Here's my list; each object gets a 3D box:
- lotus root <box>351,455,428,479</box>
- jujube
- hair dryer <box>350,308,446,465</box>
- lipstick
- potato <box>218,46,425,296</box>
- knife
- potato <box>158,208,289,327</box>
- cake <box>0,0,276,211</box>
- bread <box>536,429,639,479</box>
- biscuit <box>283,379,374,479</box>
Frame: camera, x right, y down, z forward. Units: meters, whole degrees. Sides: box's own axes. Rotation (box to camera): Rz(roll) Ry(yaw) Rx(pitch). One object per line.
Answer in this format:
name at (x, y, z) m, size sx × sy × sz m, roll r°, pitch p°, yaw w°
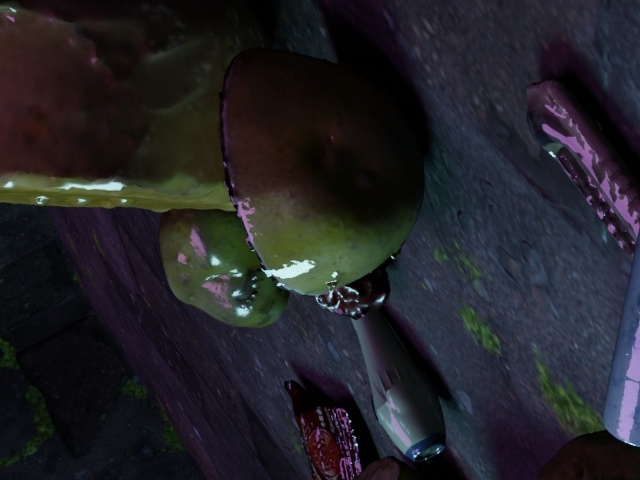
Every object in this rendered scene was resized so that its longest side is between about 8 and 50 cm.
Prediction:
lotus root at (0.136, 0.377, 1.553) m, size 0.314 × 0.142 × 0.210 m, roll 56°, pitch -158°, yaw 3°
jujube at (-0.002, 0.000, 1.356) m, size 0.166 × 0.104 × 0.104 m, roll 64°, pitch 165°, yaw -14°
hair dryer at (0.081, 0.147, 1.491) m, size 0.199 × 0.067 × 0.167 m, roll 60°, pitch -173°, yaw -78°
lipstick at (0.187, 0.034, 0.788) m, size 0.048 × 0.048 × 0.158 m, roll 43°, pitch 135°, yaw 51°
potato at (0.019, -0.063, 1.135) m, size 0.117 × 0.182 × 0.202 m, roll -12°, pitch 90°, yaw 37°
knife at (0.216, 0.054, 0.840) m, size 0.365 × 0.043 × 0.089 m, roll 57°, pitch 162°, yaw 17°
potato at (-0.110, 0.008, 1.680) m, size 0.154 × 0.137 × 0.200 m, roll 5°, pitch 129°, yaw 35°
cake at (-0.204, -0.187, 1.277) m, size 0.332 × 0.332 × 0.321 m, roll -179°, pitch 92°, yaw -73°
bread at (0.233, 0.214, 0.924) m, size 0.230 × 0.123 × 0.230 m, roll 60°, pitch 165°, yaw 27°
biscuit at (0.011, 0.263, 1.874) m, size 0.235 × 0.063 × 0.151 m, roll -163°, pitch 58°, yaw -76°
